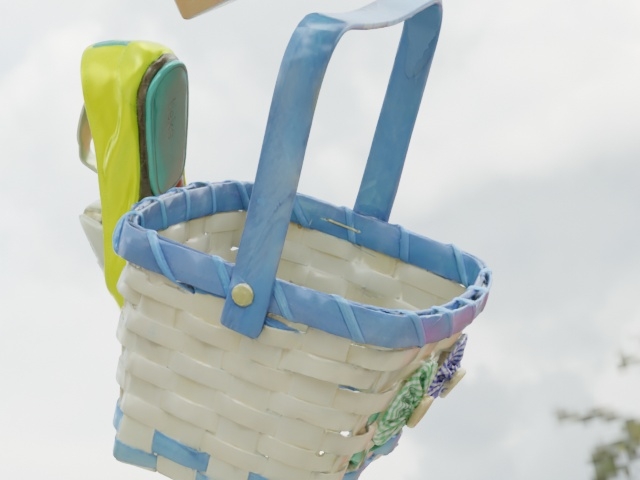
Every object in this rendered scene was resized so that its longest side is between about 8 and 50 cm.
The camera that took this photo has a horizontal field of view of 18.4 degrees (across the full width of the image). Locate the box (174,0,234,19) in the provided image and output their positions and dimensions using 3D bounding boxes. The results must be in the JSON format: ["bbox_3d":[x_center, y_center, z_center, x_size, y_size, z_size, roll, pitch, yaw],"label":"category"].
[{"bbox_3d":[-0.028,-0.223,1.154,0.091,0.130,0.170,-29,7,-40],"label":"box"}]

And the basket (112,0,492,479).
[{"bbox_3d":[0.000,0.000,1.147,0.201,0.289,0.255,15,16,16],"label":"basket"}]

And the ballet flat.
[{"bbox_3d":[-0.123,-0.031,1.300,0.077,0.077,0.231,16,-54,23],"label":"ballet flat"}]
